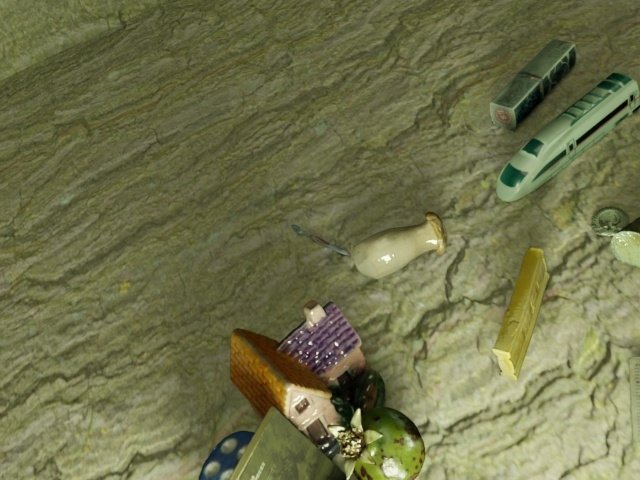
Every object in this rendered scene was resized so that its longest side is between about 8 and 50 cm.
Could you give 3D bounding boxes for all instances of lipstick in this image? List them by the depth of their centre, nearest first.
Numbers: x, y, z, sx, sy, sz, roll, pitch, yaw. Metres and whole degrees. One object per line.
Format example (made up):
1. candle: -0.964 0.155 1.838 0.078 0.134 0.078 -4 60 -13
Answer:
1. lipstick: 0.536 -0.396 1.811 0.076 0.077 0.289 25 61 39

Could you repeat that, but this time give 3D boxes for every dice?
1. dice: -0.118 0.428 1.265 0.143 0.146 0.146 11 50 35

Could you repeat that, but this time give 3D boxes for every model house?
1. model house: -0.023 0.249 1.325 0.237 0.237 0.202 -35 43 -11

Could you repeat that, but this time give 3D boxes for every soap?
1. soap: 0.381 0.132 1.365 0.037 0.092 0.252 7 52 31

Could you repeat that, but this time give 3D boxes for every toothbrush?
1. toothbrush: 0.000 0.000 1.711 0.193 0.019 0.013 27 62 37

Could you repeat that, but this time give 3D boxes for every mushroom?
1. mushroom: 0.175 0.013 1.572 0.213 0.088 0.097 -17 53 -1

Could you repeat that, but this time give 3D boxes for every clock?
1. clock: 0.597 -0.041 1.493 0.074 0.010 0.083 1 48 25

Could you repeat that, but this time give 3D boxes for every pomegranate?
1. pomegranate: 0.103 0.349 1.225 0.149 0.169 0.148 -7 69 18

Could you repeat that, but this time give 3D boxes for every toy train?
1. toy train: 0.553 -0.235 1.643 0.407 0.088 0.086 -38 46 -12

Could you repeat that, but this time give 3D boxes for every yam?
1. yam: 0.660 -0.023 1.387 0.183 0.107 0.107 -34 44 -13

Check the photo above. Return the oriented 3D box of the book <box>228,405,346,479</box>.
1. book: -0.050 0.404 1.199 0.024 0.228 0.160 -4 45 44

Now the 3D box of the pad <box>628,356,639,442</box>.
1. pad: 0.646 0.260 1.176 0.265 0.009 0.159 -3 53 23
